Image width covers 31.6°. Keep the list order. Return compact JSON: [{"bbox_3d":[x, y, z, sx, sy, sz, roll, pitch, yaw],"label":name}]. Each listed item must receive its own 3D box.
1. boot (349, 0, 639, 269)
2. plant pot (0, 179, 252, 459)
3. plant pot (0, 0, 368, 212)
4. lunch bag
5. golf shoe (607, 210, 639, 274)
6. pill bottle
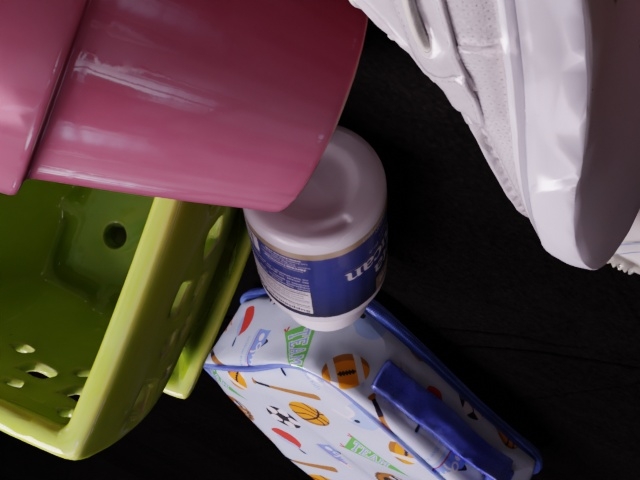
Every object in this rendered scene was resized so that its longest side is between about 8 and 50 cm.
[{"bbox_3d":[0.052,-0.098,0.400,0.123,0.095,0.258,21,148,32],"label":"boot"},{"bbox_3d":[-0.169,-0.007,0.783,0.228,0.227,0.207,24,-173,17],"label":"plant pot"},{"bbox_3d":[-0.083,-0.103,0.564,0.180,0.201,0.201,20,161,-15],"label":"plant pot"},{"bbox_3d":[0.054,0.161,1.040,0.303,0.115,0.243,41,154,-22],"label":"lunch bag"},{"bbox_3d":[0.197,-0.010,0.576,0.176,0.069,0.086,36,138,-19],"label":"golf shoe"},{"bbox_3d":[0.000,0.000,0.783,0.094,0.094,0.169,25,158,15],"label":"pill bottle"}]
